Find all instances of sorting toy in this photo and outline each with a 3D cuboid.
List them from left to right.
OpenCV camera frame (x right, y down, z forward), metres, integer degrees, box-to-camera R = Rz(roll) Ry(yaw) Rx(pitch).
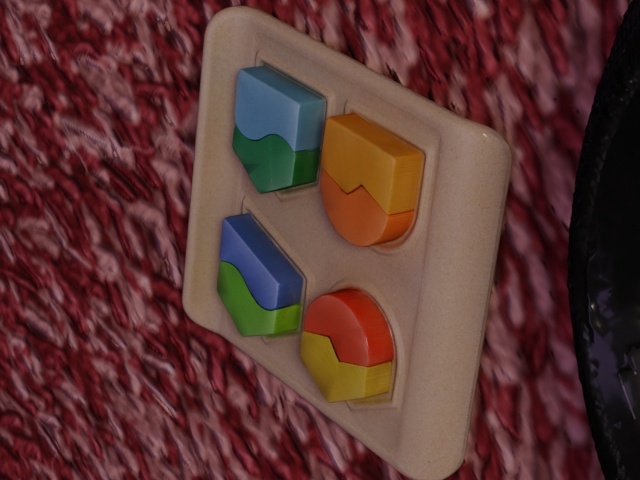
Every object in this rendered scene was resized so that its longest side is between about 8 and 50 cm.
[{"bbox_3d":[0.000,0.000,0.941,0.208,0.038,0.193,30,123,41],"label":"sorting toy"}]

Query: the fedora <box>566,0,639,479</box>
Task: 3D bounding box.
[{"bbox_3d":[0.211,0.027,0.579,0.334,0.153,0.334,173,90,-71],"label":"fedora"}]
